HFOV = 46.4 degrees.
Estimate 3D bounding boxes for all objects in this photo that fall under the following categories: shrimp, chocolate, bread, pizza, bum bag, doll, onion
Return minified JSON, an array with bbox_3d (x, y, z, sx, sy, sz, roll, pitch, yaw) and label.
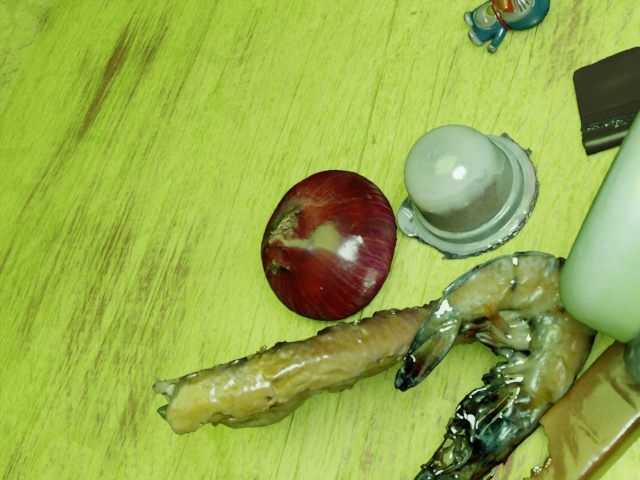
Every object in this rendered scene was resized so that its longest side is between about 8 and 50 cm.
[{"bbox_3d":[0.172,0.167,0.867,0.365,0.233,0.071,-50,25,3],"label":"shrimp"},{"bbox_3d":[0.186,-0.091,1.071,0.221,0.147,0.221,-22,53,33],"label":"chocolate"},{"bbox_3d":[0.313,0.206,0.847,0.226,0.049,0.088,-48,46,5],"label":"bread"},{"bbox_3d":[-0.024,0.167,0.926,0.435,0.392,0.080,-29,72,27],"label":"pizza"},{"bbox_3d":[0.410,-0.198,1.041,0.109,0.026,0.159,-19,53,31],"label":"bum bag"},{"bbox_3d":[0.304,-0.372,1.199,0.152,0.086,0.114,-20,75,41],"label":"doll"},{"bbox_3d":[0.009,0.002,1.162,0.248,0.161,0.247,-6,66,13],"label":"onion"}]

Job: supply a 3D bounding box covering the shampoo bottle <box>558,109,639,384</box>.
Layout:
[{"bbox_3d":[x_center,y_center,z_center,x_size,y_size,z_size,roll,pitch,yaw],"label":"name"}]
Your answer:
[{"bbox_3d":[0.409,0.010,0.684,0.318,0.322,0.322,24,79,16],"label":"shampoo bottle"}]
